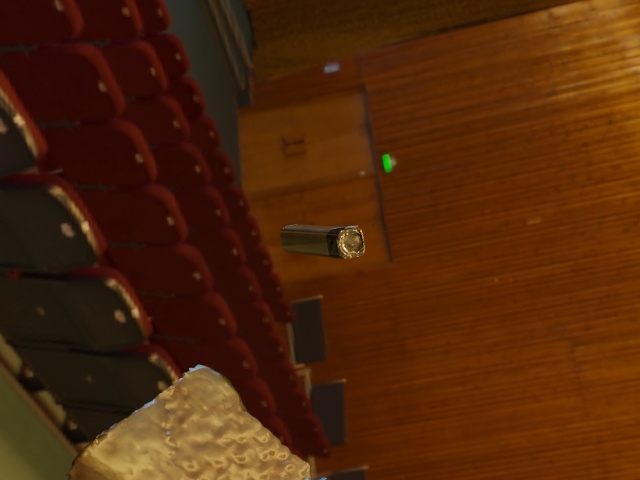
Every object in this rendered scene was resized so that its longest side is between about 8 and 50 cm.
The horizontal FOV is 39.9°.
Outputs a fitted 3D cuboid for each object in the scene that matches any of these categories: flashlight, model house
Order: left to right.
[{"bbox_3d":[-0.113,0.328,0.809,0.243,0.284,0.298,-27,151,-58],"label":"model house"},{"bbox_3d":[0.000,0.000,0.536,0.083,0.018,0.018,4,-76,65],"label":"flashlight"}]
